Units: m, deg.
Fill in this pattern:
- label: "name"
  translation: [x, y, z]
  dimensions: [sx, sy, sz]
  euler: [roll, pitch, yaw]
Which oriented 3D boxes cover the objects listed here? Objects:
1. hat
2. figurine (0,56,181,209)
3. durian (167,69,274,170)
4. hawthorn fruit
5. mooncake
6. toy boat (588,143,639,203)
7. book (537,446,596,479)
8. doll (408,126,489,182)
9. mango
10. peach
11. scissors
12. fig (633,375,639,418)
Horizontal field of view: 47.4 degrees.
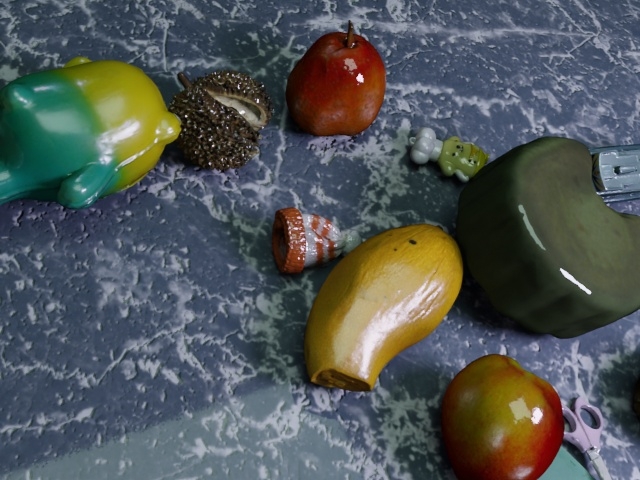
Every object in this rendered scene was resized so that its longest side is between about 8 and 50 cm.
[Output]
- label: "hat"
  translation: [0.000, 0.000, 1.248]
  dimensions: [0.162, 0.093, 0.112]
  euler: [-1, 85, -21]
- label: "figurine"
  translation: [-0.407, -0.175, 1.175]
  dimensions: [0.340, 0.231, 0.323]
  euler: [-28, 57, -23]
- label: "durian"
  translation: [-0.181, -0.224, 1.287]
  dimensions: [0.196, 0.167, 0.196]
  euler: [33, 41, -35]
- label: "hawthorn fruit"
  translation: [0.035, -0.310, 1.365]
  dimensions: [0.196, 0.225, 0.197]
  euler: [9, 45, -9]
- label: "mooncake"
  translation: [0.399, 0.002, 1.251]
  dimensions: [0.351, 0.187, 0.351]
  euler: [16, 58, -28]
- label: "toy boat"
  translation: [0.558, -0.128, 1.440]
  dimensions: [0.296, 0.122, 0.114]
  euler: [-6, 84, -14]
- label: "book"
  translation: [0.363, 0.390, 1.135]
  dimensions: [0.103, 0.017, 0.135]
  euler: [44, 57, 14]
- label: "doll"
  translation: [0.248, -0.169, 1.424]
  dimensions: [0.162, 0.062, 0.106]
  euler: [18, 52, -1]
- label: "mango"
  translation: [0.098, 0.096, 1.180]
  dimensions: [0.187, 0.144, 0.359]
  euler: [43, 62, 16]
- label: "peach"
  translation: [0.269, 0.280, 1.092]
  dimensions: [0.197, 0.197, 0.197]
  euler: [6, 58, -10]
- label: "scissors"
  translation: [0.438, 0.349, 1.165]
  dimensions: [0.110, 0.021, 0.212]
  euler: [-2, 53, -23]
- label: "fig"
  translation: [0.614, 0.253, 1.195]
  dimensions: [0.205, 0.205, 0.205]
  euler: [6, 58, -10]
